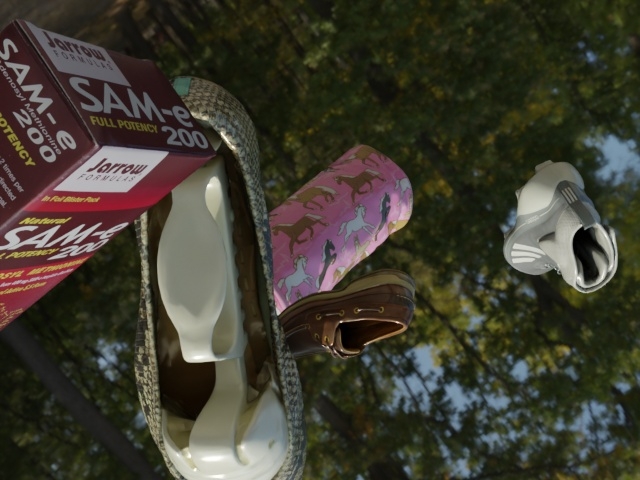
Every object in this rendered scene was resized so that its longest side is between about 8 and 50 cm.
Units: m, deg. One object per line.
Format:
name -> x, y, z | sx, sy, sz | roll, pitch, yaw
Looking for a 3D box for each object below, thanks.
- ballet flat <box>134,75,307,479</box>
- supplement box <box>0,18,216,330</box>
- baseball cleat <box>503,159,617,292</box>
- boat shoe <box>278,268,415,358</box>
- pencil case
ballet flat -> -0.104, 0.093, 0.786 | 0.164, 0.483, 0.182 | -7, -165, -3
supplement box -> -0.184, -0.003, 0.438 | 0.239, 0.073, 0.130 | -37, 173, 16
baseball cleat -> 0.214, 0.011, 0.759 | 0.072, 0.109, 0.206 | -26, 154, 3
boat shoe -> 0.017, 0.087, 0.843 | 0.178, 0.064, 0.060 | -26, -135, 30
pencil case -> 0.000, 0.000, 1.296 | 0.386, 0.160, 0.167 | -44, 171, -42
